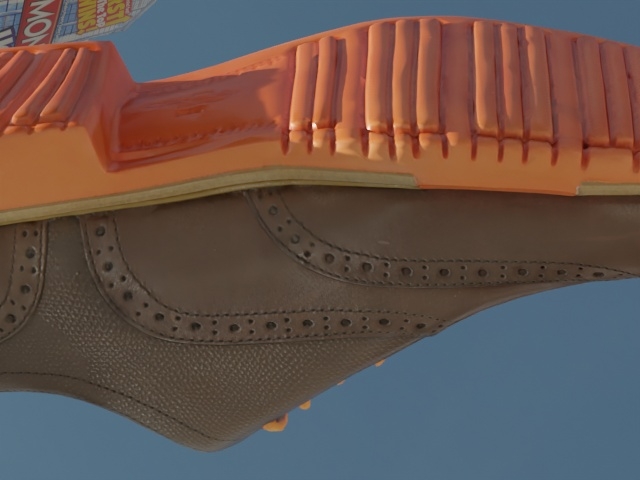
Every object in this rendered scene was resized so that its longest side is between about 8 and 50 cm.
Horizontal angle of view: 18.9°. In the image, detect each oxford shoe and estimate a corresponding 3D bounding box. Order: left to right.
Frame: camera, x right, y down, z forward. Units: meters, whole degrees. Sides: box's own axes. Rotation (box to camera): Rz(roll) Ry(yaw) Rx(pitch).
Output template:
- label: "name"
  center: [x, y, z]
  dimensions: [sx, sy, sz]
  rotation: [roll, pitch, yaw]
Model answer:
- label: "oxford shoe"
  center: [0.000, 0.000, 0.689]
  dimensions: [0.364, 0.130, 0.132]
  rotation: [0, -66, 10]

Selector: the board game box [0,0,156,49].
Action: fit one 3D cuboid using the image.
- label: "board game box"
  center: [-0.175, -0.127, 1.076]
  dimensions: [0.194, 0.060, 0.194]
  rotation: [-17, -23, -25]
